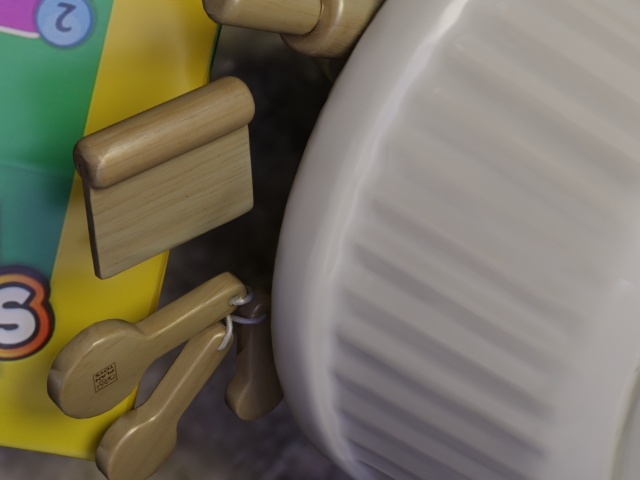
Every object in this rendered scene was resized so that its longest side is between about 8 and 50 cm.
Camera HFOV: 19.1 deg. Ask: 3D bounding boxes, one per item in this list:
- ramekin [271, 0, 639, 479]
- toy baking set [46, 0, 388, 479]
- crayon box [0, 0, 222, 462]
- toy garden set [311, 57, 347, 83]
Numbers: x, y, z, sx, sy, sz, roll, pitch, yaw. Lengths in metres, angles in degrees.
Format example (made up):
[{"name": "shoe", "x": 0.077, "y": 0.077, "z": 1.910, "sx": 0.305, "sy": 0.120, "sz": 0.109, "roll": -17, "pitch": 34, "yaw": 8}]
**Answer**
[{"name": "ramekin", "x": 0.123, "y": 0.000, "z": 0.657, "sx": 0.273, "sy": 0.127, "sz": 0.273, "roll": -28, "pitch": 136, "yaw": -30}, {"name": "toy baking set", "x": 0.002, "y": -0.006, "z": 0.667, "sx": 0.256, "sy": 0.030, "sz": 0.196, "roll": -4, "pitch": 127, "yaw": -46}, {"name": "crayon box", "x": -0.213, "y": -0.111, "z": 0.639, "sx": 0.363, "sy": 0.106, "sz": 0.313, "roll": 12, "pitch": 99, "yaw": -15}, {"name": "toy garden set", "x": 0.064, "y": -0.128, "z": 0.675, "sx": 0.204, "sy": 0.049, "sz": 0.244, "roll": -19, "pitch": 135, "yaw": -20}]
